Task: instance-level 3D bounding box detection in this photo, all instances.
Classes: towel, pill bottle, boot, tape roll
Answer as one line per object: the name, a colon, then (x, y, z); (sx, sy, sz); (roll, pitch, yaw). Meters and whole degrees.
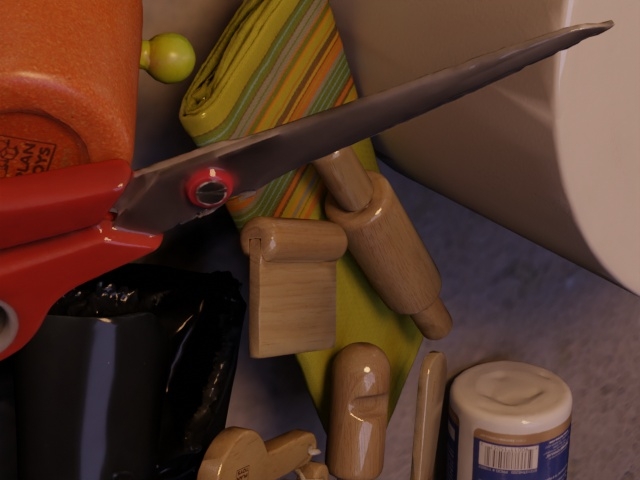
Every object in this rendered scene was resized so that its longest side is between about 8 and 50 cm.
towel: (0.000, 0.000, 0.550); (0.102, 0.021, 0.237); (-61, 146, -36)
pill bottle: (0.103, 0.133, 0.698); (0.067, 0.067, 0.120); (-15, 118, -29)
boot: (-0.053, 0.116, 0.558); (0.246, 0.094, 0.207); (10, 85, -65)
tape roll: (0.138, -0.112, 0.550); (0.246, 0.169, 0.246); (-15, 118, -29)

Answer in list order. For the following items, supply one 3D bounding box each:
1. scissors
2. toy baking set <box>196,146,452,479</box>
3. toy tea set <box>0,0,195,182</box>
scissors: (-0.052, -0.009, 0.410); (0.297, 0.021, 0.109); (-12, 135, -6)
toy baking set: (0.008, 0.080, 0.534); (0.256, 0.030, 0.197); (50, 55, -56)
toy tea set: (-0.202, -0.085, 0.390); (0.200, 0.124, 0.336); (-32, 135, 18)
